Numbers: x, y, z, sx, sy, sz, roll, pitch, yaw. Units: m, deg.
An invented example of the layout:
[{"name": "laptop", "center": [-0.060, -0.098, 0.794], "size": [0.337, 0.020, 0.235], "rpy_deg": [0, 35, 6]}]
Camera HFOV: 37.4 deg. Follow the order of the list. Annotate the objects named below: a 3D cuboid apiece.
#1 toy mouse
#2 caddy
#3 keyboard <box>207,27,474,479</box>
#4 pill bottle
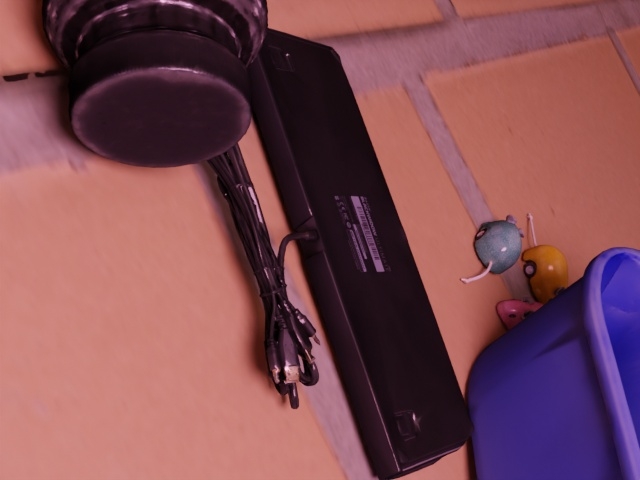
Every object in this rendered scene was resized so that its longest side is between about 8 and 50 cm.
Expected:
[{"name": "toy mouse", "center": [0.170, 0.033, 0.792], "size": [0.143, 0.031, 0.161], "rpy_deg": [12, 59, -45]}, {"name": "caddy", "center": [0.244, 0.163, 0.641], "size": [0.241, 0.179, 0.341], "rpy_deg": [28, 40, -29]}, {"name": "keyboard", "center": [0.000, 0.000, 0.619], "size": [0.201, 0.033, 0.317], "rpy_deg": [1, 66, -56]}, {"name": "pill bottle", "center": [-0.093, -0.158, 0.532], "size": [0.122, 0.122, 0.219], "rpy_deg": [18, 54, -42]}]
